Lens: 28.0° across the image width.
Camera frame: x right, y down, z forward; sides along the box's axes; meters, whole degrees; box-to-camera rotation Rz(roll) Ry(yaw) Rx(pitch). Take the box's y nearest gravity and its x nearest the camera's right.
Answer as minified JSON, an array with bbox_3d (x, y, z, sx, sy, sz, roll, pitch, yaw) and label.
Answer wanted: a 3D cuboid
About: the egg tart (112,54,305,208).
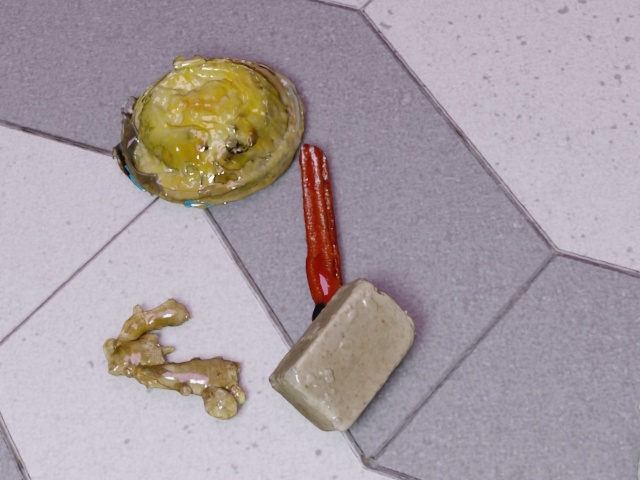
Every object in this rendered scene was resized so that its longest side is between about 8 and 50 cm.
[{"bbox_3d":[-0.167,-0.176,1.848,0.291,0.107,0.291,-2,56,4],"label":"egg tart"}]

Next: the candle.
[{"bbox_3d":[0.000,0.000,1.749,0.048,0.051,0.329,-5,57,-1],"label":"candle"}]

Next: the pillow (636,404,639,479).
[{"bbox_3d":[0.436,0.319,1.485,0.144,0.078,0.254,9,59,0],"label":"pillow"}]

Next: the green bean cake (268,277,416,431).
[{"bbox_3d":[0.031,0.144,1.610,0.109,0.085,0.179,45,67,-9],"label":"green bean cake"}]

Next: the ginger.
[{"bbox_3d":[-0.192,0.162,1.666,0.176,0.052,0.193,-10,49,-1],"label":"ginger"}]
